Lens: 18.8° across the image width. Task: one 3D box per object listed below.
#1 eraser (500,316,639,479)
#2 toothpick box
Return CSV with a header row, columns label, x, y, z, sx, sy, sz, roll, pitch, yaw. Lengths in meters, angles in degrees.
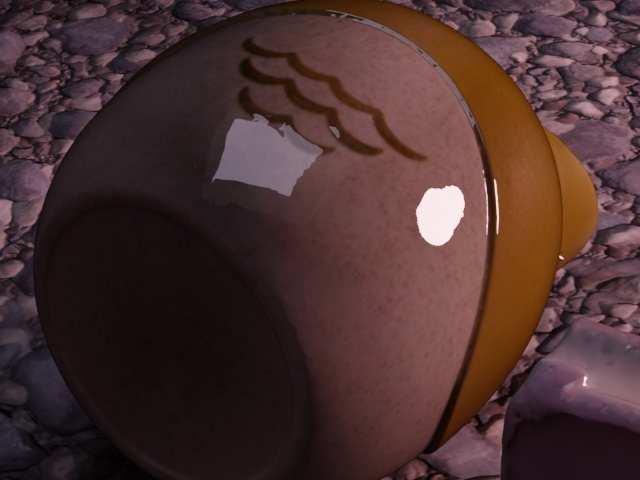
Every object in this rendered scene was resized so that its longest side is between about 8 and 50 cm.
label,x,y,z,sx,sy,sz,roll,pitch,yaw
eraser,0.297,0.232,1.318,0.359,0.272,0.122,19,36,34
toothpick box,0.000,0.000,1.661,0.409,0.409,0.425,17,36,33
